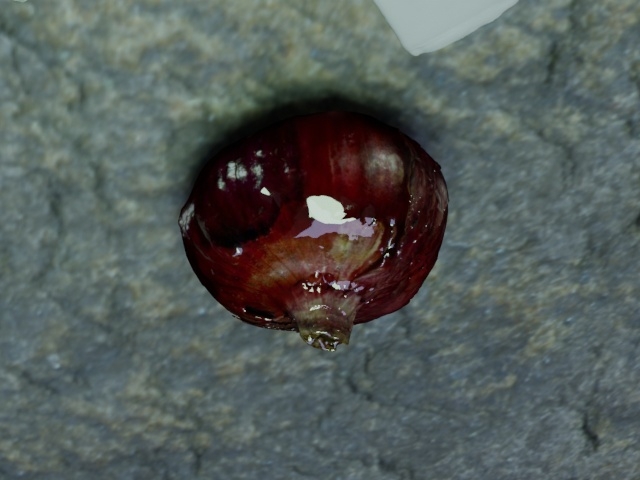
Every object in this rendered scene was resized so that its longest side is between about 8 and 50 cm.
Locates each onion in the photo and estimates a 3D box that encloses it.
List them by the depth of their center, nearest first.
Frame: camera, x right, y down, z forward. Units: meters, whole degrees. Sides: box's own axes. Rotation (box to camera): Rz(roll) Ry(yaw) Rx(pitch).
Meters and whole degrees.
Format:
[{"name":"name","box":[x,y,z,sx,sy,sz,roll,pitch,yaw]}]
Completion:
[{"name":"onion","box":[0.000,0.000,1.233,0.252,0.219,0.252,-4,141,-3]}]

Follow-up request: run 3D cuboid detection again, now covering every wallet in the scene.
[{"name":"wallet","box":[0.093,-0.244,1.153,0.124,0.032,0.183,-30,136,12]}]

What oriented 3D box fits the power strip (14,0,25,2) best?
[{"name":"power strip","box":[-0.219,-0.314,0.969,0.098,0.058,0.338,9,130,-24]}]
